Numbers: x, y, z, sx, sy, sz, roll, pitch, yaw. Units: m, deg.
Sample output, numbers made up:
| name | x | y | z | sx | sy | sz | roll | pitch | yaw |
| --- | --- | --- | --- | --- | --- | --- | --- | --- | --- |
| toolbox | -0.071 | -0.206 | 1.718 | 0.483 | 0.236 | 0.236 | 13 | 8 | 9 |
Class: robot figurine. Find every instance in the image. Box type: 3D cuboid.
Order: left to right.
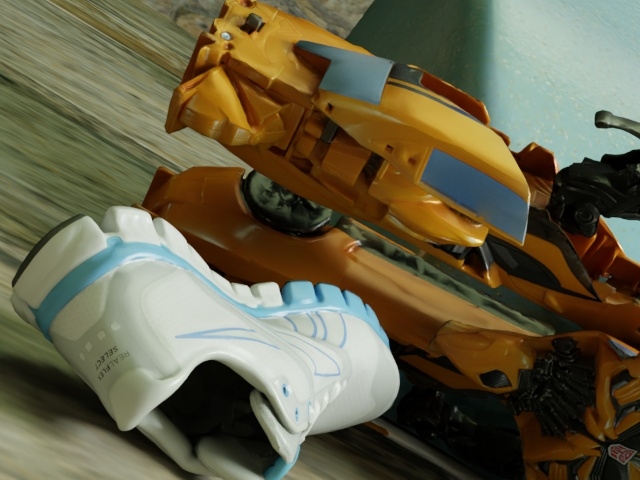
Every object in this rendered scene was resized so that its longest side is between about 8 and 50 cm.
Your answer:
| name | x | y | z | sx | sy | sz | roll | pitch | yaw |
| --- | --- | --- | --- | --- | --- | --- | --- | --- | --- |
| robot figurine | 0.060 | 0.026 | 0.622 | 0.291 | 0.211 | 0.085 | 28 | 44 | 0 |

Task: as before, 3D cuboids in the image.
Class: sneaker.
| name | x | y | z | sx | sy | sz | roll | pitch | yaw |
| --- | --- | --- | --- | --- | --- | --- | --- | --- | --- |
| sneaker | -0.025 | 0.056 | 0.517 | 0.190 | 0.071 | 0.083 | 21 | 29 | -52 |

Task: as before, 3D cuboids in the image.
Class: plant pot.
| name | x | y | z | sx | sy | sz | roll | pitch | yaw |
| --- | --- | --- | --- | --- | --- | --- | --- | --- | --- |
| plant pot | 0.112 | -0.011 | 0.801 | 0.247 | 0.248 | 0.252 | 32 | 34 | -11 |
